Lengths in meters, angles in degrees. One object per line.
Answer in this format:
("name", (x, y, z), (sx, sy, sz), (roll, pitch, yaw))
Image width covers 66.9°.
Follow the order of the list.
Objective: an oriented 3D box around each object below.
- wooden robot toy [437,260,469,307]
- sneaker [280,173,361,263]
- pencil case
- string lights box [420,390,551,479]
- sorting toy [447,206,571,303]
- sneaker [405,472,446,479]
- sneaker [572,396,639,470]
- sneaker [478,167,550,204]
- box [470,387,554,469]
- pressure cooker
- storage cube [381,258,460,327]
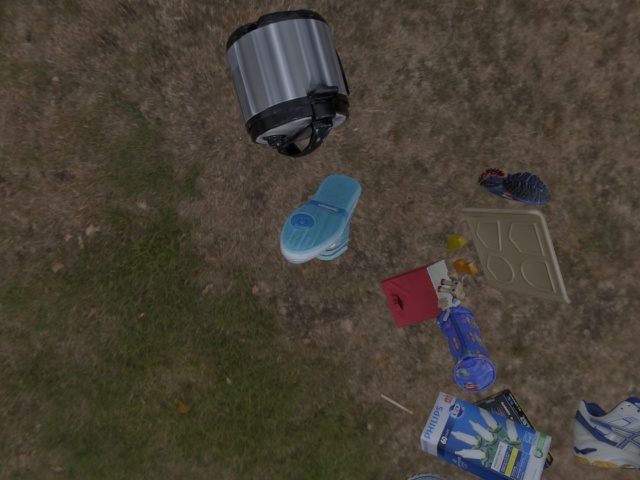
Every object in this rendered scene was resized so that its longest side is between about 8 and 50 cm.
("wooden robot toy", (0.417, 0.149, 1.498), (0.079, 0.076, 0.173), (45, 66, -39))
("sneaker", (0.000, 0.000, 1.168), (0.127, 0.319, 0.208), (24, 133, 15))
("pencil case", (0.440, 0.316, 1.487), (0.119, 0.306, 0.133), (-33, 109, 17))
("string lights box", (0.380, 0.473, 1.128), (0.133, 0.259, 0.077), (-54, 145, -32))
("sorting toy", (0.397, 0.019, 1.084), (0.041, 0.307, 0.229), (-34, 108, -20))
("sneaker", (0.338, 0.704, 1.231), (0.330, 0.147, 0.130), (18, 97, -7))
("sneaker", (0.585, 0.344, 0.859), (0.112, 0.296, 0.131), (19, 67, -28))
("sneaker", (0.565, -0.151, 1.394), (0.087, 0.221, 0.083), (29, 95, -38))
("box", (0.765, 0.818, 2.030), (0.257, 0.079, 0.322), (-42, 72, 38))
("pressure cooker", (-0.101, -0.491, 1.623), (0.375, 0.370, 0.420), (-15, 91, 15))
("storage cube", (0.373, 0.195, 1.793), (0.193, 0.215, 0.184), (-23, 84, 33))
